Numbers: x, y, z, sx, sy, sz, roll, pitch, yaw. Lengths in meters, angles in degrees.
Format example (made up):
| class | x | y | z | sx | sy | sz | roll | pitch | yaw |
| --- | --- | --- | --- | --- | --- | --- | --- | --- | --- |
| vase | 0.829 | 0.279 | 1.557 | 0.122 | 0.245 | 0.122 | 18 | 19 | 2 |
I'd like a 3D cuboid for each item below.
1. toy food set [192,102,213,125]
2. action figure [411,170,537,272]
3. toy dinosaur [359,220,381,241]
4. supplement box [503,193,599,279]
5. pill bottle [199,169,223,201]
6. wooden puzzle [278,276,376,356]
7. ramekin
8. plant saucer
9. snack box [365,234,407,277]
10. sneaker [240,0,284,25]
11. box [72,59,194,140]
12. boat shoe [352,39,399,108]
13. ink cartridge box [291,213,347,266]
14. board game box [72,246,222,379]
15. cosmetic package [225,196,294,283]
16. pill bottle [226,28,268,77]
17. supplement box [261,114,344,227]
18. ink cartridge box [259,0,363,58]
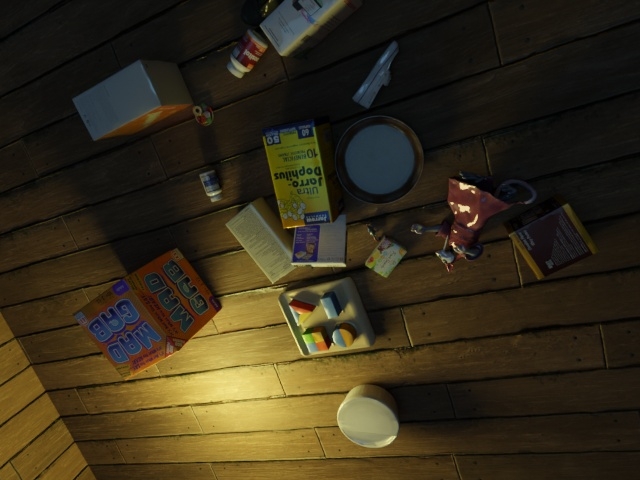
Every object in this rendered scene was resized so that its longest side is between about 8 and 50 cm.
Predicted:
| class | x | y | z | sx | sy | sz | roll | pitch | yaw |
| --- | --- | --- | --- | --- | --- | --- | --- | --- | --- |
| toy food set | -0.454 | -0.490 | 1.598 | 0.083 | 0.020 | 0.083 | -6 | 107 | 19 |
| action figure | 0.505 | -0.057 | 1.419 | 0.276 | 0.248 | 0.370 | -9 | 129 | -24 |
| toy dinosaur | 0.201 | -0.034 | 1.571 | 0.090 | 0.047 | 0.082 | 15 | 128 | 47 |
| supplement box | 0.750 | -0.013 | 1.352 | 0.194 | 0.129 | 0.191 | -34 | 97 | 24 |
| pill bottle | -0.439 | -0.222 | 1.667 | 0.067 | 0.067 | 0.120 | -12 | 106 | 20 |
| wooden puzzle | 0.020 | 0.340 | 1.729 | 0.348 | 0.080 | 0.321 | -17 | 104 | 21 |
| ramekin | 0.216 | 0.757 | 1.799 | 0.273 | 0.127 | 0.272 | 5 | 110 | 14 |
| plant saucer | 0.207 | -0.284 | 1.457 | 0.311 | 0.050 | 0.310 | 5 | 111 | 13 |
| snack box | 0.251 | 0.061 | 1.576 | 0.100 | 0.037 | 0.141 | 30 | 116 | -4 |
| sneaker | -0.155 | -0.808 | 1.332 | 0.286 | 0.130 | 0.109 | -27 | 102 | 25 |
| box | -0.701 | -0.526 | 1.553 | 0.346 | 0.215 | 0.168 | -17 | 104 | 22 |
| boat shoe | 0.198 | -0.543 | 1.360 | 0.076 | 0.083 | 0.226 | 33 | 127 | -10 |
| ink cartridge box | 0.000 | 0.000 | 1.580 | 0.207 | 0.045 | 0.208 | -1 | 66 | 13 |
| board game box | -0.736 | 0.308 | 1.793 | 0.356 | 0.356 | 0.356 | -30 | 98 | 24 |
| cosmetic package | -0.215 | -0.003 | 1.656 | 0.160 | 0.113 | 0.309 | -34 | 98 | 24 |
| pill bottle | -0.260 | -0.654 | 1.444 | 0.086 | 0.086 | 0.152 | 45 | 116 | -3 |
| supplement box | -0.052 | -0.246 | 1.471 | 0.194 | 0.195 | 0.356 | -6 | 108 | 19 |
| ink cartridge box | -0.023 | -0.711 | 1.286 | 0.278 | 0.201 | 0.117 | -32 | 98 | 24 |
